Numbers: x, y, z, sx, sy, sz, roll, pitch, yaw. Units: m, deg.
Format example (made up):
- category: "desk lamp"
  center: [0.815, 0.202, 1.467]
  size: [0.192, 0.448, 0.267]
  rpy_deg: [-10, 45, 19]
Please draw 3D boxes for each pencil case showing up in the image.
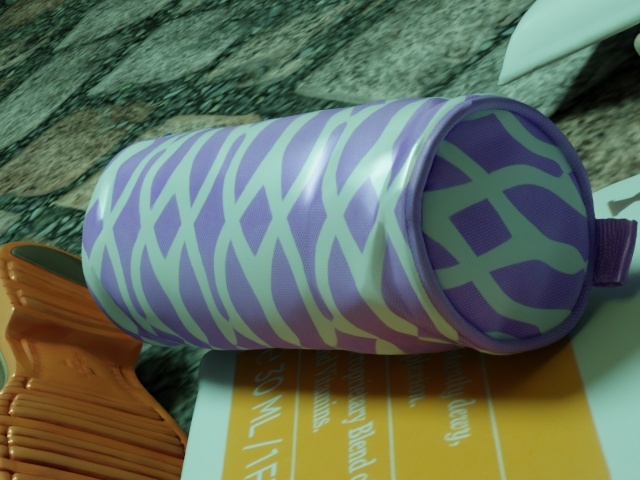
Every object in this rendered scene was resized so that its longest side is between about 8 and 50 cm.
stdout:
- category: "pencil case"
  center: [0.000, 0.000, 0.574]
  size: [0.206, 0.088, 0.086]
  rpy_deg: [-1, 68, 53]

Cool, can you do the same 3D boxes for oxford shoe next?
- category: "oxford shoe"
  center: [-0.163, 0.142, 1.020]
  size: [0.132, 0.130, 0.363]
  rpy_deg: [-61, 22, 20]

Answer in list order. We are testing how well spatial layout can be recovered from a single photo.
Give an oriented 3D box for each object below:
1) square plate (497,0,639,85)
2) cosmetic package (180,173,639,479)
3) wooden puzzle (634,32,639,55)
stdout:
- category: "square plate"
  center: [0.307, -0.253, 1.134]
  size: [0.347, 0.049, 0.344]
  rpy_deg: [-25, 14, 45]
- category: "cosmetic package"
  center: [0.185, 0.063, 0.534]
  size: [0.453, 0.161, 0.230]
  rpy_deg: [-23, 19, 9]
- category: "wooden puzzle"
  center: [0.384, -0.166, 0.942]
  size: [0.322, 0.080, 0.348]
  rpy_deg: [-36, 17, -8]
